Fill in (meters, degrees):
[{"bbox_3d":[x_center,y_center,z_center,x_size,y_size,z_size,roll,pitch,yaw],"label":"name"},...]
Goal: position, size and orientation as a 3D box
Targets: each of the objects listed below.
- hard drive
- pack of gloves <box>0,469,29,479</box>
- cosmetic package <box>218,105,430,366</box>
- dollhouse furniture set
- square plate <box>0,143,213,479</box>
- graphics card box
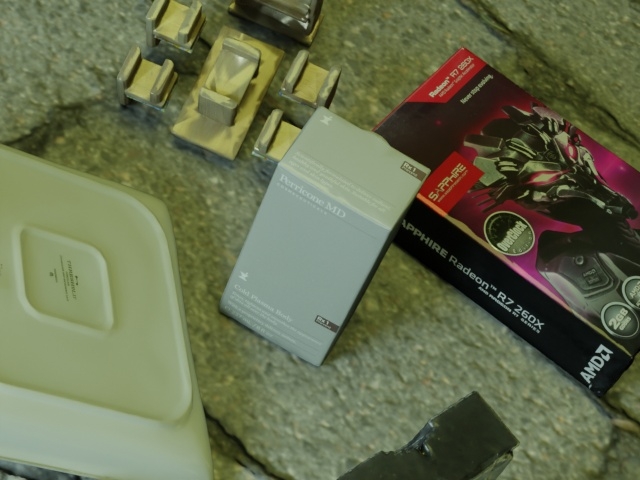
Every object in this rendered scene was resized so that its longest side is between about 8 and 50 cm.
[{"bbox_3d":[0.005,0.270,1.188,0.237,0.339,0.064,-27,69,-32],"label":"hard drive"},{"bbox_3d":[-0.361,0.258,1.254,0.195,0.046,0.232,19,28,-2],"label":"pack of gloves"},{"bbox_3d":[0.000,0.000,1.447,0.127,0.238,0.107,29,51,6],"label":"cosmetic package"},{"bbox_3d":[-0.082,-0.200,1.663,0.212,0.161,0.242,24,73,1],"label":"dollhouse furniture set"},{"bbox_3d":[-0.243,0.049,1.360,0.344,0.049,0.347,21,43,-40],"label":"square plate"},{"bbox_3d":[0.225,-0.029,1.633,0.371,0.094,0.233,39,53,11],"label":"graphics card box"}]
